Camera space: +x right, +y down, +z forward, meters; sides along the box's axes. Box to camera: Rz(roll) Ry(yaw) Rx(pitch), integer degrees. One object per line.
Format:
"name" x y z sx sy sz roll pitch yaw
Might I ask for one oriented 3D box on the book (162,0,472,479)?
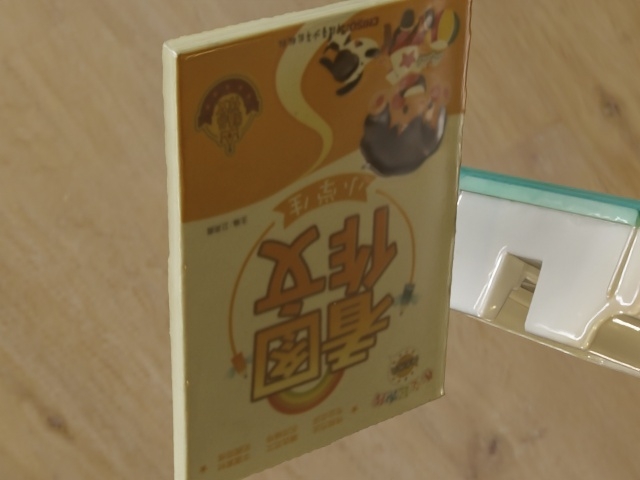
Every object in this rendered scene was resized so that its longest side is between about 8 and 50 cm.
"book" 0.000 0.000 0.968 0.208 0.020 0.295 -18 124 -31

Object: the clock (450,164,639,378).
"clock" 0.227 0.047 1.198 0.231 0.262 0.116 27 85 -33
